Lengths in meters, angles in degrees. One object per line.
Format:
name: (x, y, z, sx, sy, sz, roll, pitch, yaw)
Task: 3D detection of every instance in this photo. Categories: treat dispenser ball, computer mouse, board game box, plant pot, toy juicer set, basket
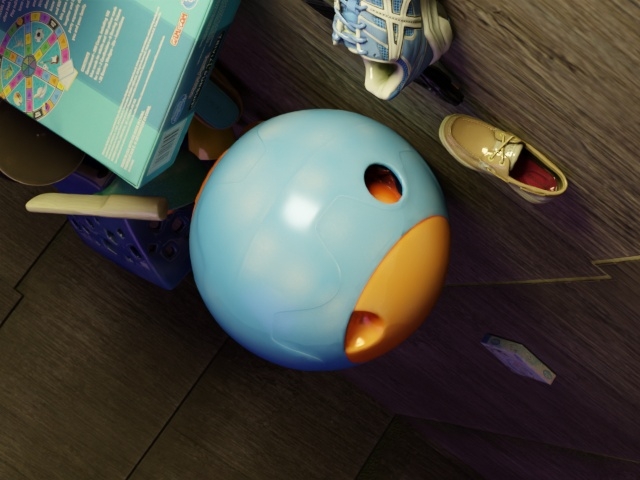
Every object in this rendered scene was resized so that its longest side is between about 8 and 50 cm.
treat dispenser ball: (0.000, 0.000, 1.374, 0.288, 0.288, 0.288, 33, 168, 8)
computer mouse: (0.045, -0.197, 1.110, 0.242, 0.041, 0.071, 33, 179, -31)
board game box: (-0.258, -0.249, 1.239, 0.336, 0.253, 0.079, 33, -147, 8)
plant pot: (-0.268, -0.102, 1.878, 0.236, 0.236, 0.212, 25, 158, 42)
toy juicer set: (-0.179, -0.066, 1.594, 0.209, 0.329, 0.089, 17, 127, 38)
board game box: (0.306, 0.183, 1.934, 0.090, 0.020, 0.090, 41, 167, -29)
basket: (-0.385, -0.154, 1.657, 0.154, 0.204, 0.227, -6, -164, -17)

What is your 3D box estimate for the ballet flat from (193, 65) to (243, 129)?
ballet flat: (-0.184, -0.222, 1.534, 0.232, 0.080, 0.073, 48, -168, -40)

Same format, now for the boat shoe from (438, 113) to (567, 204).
boat shoe: (0.176, -0.081, 1.179, 0.135, 0.050, 0.045, 27, 167, -16)

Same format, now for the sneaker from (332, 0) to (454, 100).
sneaker: (0.045, -0.191, 0.999, 0.080, 0.081, 0.211, 28, 165, 37)
